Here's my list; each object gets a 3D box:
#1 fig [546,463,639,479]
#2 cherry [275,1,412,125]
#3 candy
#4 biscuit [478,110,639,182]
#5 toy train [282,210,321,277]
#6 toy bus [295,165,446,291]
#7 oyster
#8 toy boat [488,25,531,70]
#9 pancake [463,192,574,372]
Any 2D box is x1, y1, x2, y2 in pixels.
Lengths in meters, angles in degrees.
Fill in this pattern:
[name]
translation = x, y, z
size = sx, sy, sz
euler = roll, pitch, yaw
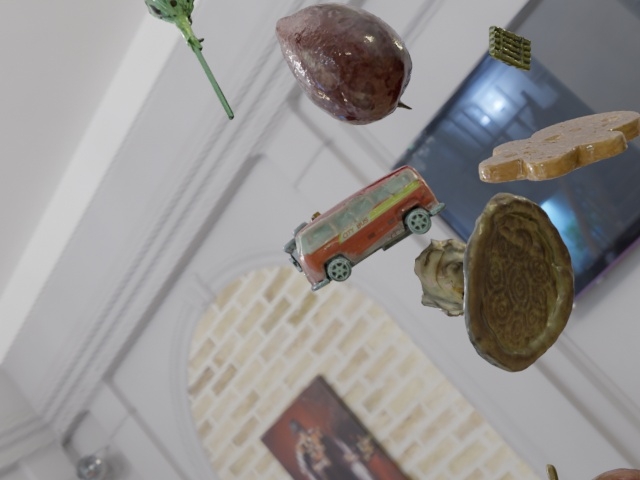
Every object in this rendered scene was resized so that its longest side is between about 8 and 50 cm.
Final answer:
[fig]
translation = 0.489, 0.479, 1.519
size = 0.207, 0.175, 0.175
euler = 5, -30, -10
[cherry]
translation = 0.049, -0.328, 1.635
size = 0.203, 0.300, 0.230
euler = -54, 3, 22
[candy]
translation = -0.214, -0.338, 1.518
size = 0.083, 0.305, 0.091
euler = -15, -20, -44
[biscuit]
translation = 0.464, -0.175, 1.677
size = 0.275, 0.052, 0.355
euler = -1, 19, 46
[toy train]
translation = 0.000, 0.000, 1.856
size = 0.127, 0.089, 0.219
euler = -37, -8, -29
[toy bus]
translation = 0.075, -0.021, 1.504
size = 0.265, 0.119, 0.121
euler = -32, 1, 2
[oyster]
translation = 0.349, 0.093, 2.178
size = 0.100, 0.271, 0.275
euler = -31, 30, 57
[toy boat]
translation = 0.352, -0.356, 1.639
size = 0.115, 0.063, 0.016
euler = 7, -8, -43
[pancake]
translation = 0.273, 0.059, 1.220
size = 0.031, 0.250, 0.250
euler = 0, 24, 47
